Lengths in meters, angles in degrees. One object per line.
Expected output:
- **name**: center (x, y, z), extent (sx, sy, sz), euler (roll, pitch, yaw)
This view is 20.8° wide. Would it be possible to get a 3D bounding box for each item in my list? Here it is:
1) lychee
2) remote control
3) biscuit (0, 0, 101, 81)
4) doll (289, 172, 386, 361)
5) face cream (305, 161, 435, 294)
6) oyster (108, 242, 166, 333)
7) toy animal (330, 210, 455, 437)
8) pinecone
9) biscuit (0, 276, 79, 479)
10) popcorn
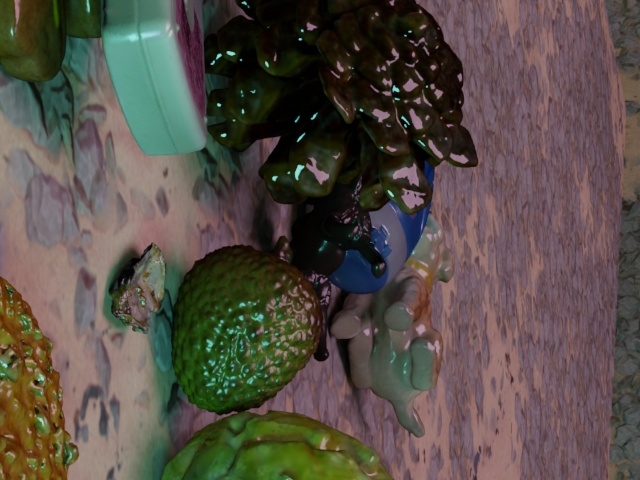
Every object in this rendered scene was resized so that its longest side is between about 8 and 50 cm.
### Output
- **lychee**: center (-0.055, 0.059, 1.276), extent (0.146, 0.114, 0.114), euler (-63, 152, -21)
- **remote control**: center (-0.110, -0.227, 1.136), extent (0.145, 0.050, 0.344), euler (78, 8, -60)
- **biscuit**: center (-0.177, -0.251, 1.047), extent (0.186, 0.044, 0.295), euler (-65, 148, -62)
- **doll**: center (0.000, 0.000, 1.476), extent (0.139, 0.057, 0.165), euler (-57, -151, 24)
- **face cream**: center (0.047, -0.050, 1.649), extent (0.149, 0.083, 0.264), euler (51, 33, -24)
- **oyster**: center (-0.126, 0.035, 1.200), extent (0.083, 0.019, 0.054), euler (-60, 144, -64)
- **toy animal**: center (0.086, 0.075, 1.753), extent (0.185, 0.104, 0.184), euler (-81, 158, -49)
- **pinecone**: center (0.013, -0.117, 1.371), extent (0.202, 0.201, 0.229), euler (69, 29, -27)
- **biscuit**: center (-0.191, 0.134, 0.944), extent (0.254, 0.035, 0.254), euler (-3, 90, -74)
- **popcorn**: center (-0.029, 0.206, 1.246), extent (0.212, 0.198, 0.198), euler (-152, -127, -70)
